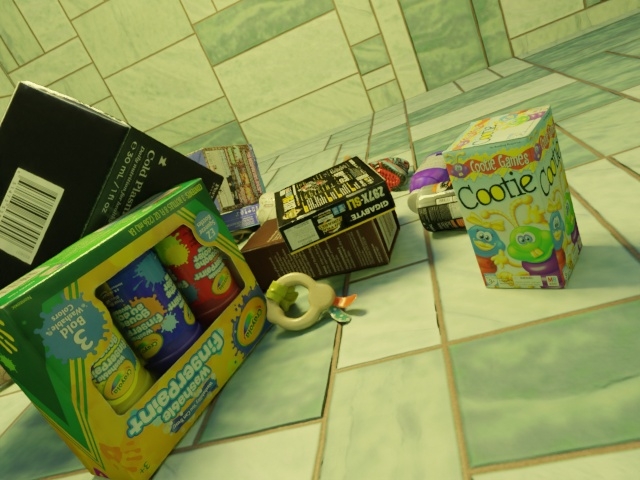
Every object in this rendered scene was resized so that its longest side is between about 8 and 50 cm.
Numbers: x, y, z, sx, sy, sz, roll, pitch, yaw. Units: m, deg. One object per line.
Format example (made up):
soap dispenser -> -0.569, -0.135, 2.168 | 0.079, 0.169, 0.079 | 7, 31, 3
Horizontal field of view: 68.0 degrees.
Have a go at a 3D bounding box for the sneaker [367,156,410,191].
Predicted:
sneaker -> 0.250, -0.246, 1.612 | 0.125, 0.104, 0.262 | -24, 21, -6

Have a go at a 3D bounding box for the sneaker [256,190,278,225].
sneaker -> -0.132, -0.099, 1.463 | 0.114, 0.152, 0.305 | -28, -8, -32

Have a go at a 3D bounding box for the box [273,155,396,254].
box -> 0.019, -0.101, 1.168 | 0.257, 0.079, 0.322 | -26, 21, 2

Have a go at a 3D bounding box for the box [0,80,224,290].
box -> -0.535, -0.041, 1.155 | 0.298, 0.479, 0.472 | 24, 0, 11

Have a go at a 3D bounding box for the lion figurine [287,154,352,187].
lion figurine -> -0.004, -0.160, 1.573 | 0.392, 0.142, 0.240 | -18, 3, 32

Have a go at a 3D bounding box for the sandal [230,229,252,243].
sandal -> -0.334, -0.001, 1.726 | 0.180, 0.049, 0.072 | -18, 2, -26

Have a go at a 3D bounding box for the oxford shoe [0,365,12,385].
oxford shoe -> -0.859, 0.324, 1.422 | 0.133, 0.129, 0.364 | 12, 42, 46

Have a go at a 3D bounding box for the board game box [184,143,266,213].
board game box -> -0.358, -0.222, 1.766 | 0.141, 0.231, 0.291 | -13, 6, 30

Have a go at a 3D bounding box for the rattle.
rattle -> -0.011, 0.146, 1.050 | 0.200, 0.142, 0.130 | -5, 57, 10

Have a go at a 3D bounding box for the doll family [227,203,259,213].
doll family -> -0.300, -0.129, 1.983 | 0.193, 0.076, 0.111 | -25, 24, 13

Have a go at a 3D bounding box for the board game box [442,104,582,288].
board game box -> 0.342, -0.068, 0.830 | 0.142, 0.275, 0.144 | -4, 29, 43

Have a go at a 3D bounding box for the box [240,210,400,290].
box -> 0.000, 0.000, 1.242 | 0.382, 0.143, 0.191 | -12, 24, 25

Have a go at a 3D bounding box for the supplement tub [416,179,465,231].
supplement tub -> 0.334, -0.089, 1.116 | 0.191, 0.116, 0.117 | -10, 25, 33

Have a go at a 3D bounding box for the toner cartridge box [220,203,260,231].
toner cartridge box -> -0.293, -0.085, 1.801 | 0.348, 0.075, 0.165 | -13, 6, 27

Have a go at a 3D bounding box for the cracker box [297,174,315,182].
cracker box -> 0.012, -0.217, 1.855 | 0.232, 0.067, 0.155 | -17, 21, 17

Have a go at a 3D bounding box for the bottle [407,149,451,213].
bottle -> 0.320, -0.168, 1.356 | 0.118, 0.092, 0.283 | -11, 25, 34

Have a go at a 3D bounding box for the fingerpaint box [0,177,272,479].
fingerpaint box -> -0.323, 0.146, 0.907 | 0.163, 0.371, 0.445 | -10, 24, 35
